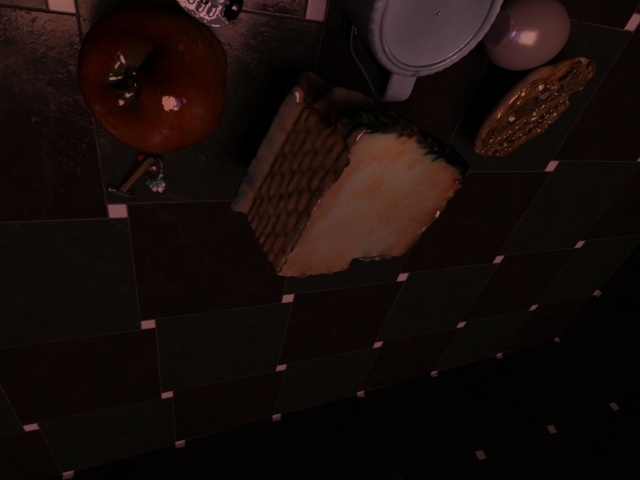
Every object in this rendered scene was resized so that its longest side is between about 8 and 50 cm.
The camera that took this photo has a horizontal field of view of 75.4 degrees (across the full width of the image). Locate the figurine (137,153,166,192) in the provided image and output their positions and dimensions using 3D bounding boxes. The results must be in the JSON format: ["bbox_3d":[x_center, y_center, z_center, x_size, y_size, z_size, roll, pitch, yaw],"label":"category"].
[{"bbox_3d":[-0.419,-0.167,1.035,0.060,0.047,0.106,22,139,11],"label":"figurine"}]

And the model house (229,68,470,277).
[{"bbox_3d":[0.047,-0.189,0.998,0.446,0.400,0.395,-2,133,-42],"label":"model house"}]

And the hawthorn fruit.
[{"bbox_3d":[-0.309,-0.289,0.775,0.268,0.300,0.267,1,120,1],"label":"hawthorn fruit"}]

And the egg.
[{"bbox_3d":[0.515,-0.518,1.031,0.232,0.176,0.176,-6,134,-21],"label":"egg"}]

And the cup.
[{"bbox_3d":[0.133,-0.471,0.774,0.257,0.311,0.331,12,137,-39],"label":"cup"}]

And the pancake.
[{"bbox_3d":[0.610,-0.377,1.203,0.382,0.071,0.382,-27,162,-10],"label":"pancake"}]

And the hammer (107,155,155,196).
[{"bbox_3d":[-0.449,-0.153,1.005,0.182,0.017,0.062,-27,145,35],"label":"hammer"}]

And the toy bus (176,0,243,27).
[{"bbox_3d":[-0.182,-0.508,0.740,0.126,0.136,0.209,19,122,-40],"label":"toy bus"}]
